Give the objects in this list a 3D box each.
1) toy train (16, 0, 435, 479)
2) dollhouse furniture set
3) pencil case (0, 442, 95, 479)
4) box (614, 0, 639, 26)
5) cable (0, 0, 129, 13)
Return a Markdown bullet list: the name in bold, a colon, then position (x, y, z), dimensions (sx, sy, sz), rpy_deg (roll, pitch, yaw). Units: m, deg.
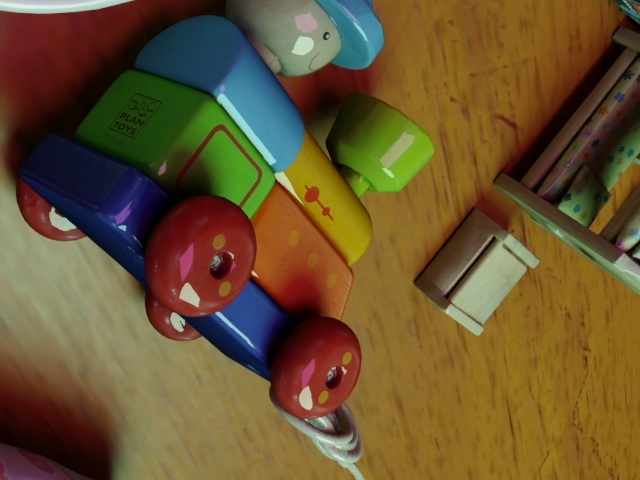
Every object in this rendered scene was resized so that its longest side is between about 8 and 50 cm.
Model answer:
- **toy train**: position (0.000, 0.000, 0.448), dimensions (0.143, 0.105, 0.248), rpy_deg (-54, 138, -13)
- **dollhouse furniture set**: position (0.179, 0.009, 0.582), dimensions (0.182, 0.101, 0.161), rpy_deg (-52, 137, 4)
- **pencil case**: position (-0.161, 0.128, 0.385), dimensions (0.124, 0.124, 0.284), rpy_deg (-51, 136, 3)
- **box**: position (0.264, -0.194, 0.548), dimensions (0.159, 0.044, 0.233), rpy_deg (23, 104, -45)
- **cable**: position (-0.080, -0.190, 0.249), dimensions (0.257, 0.089, 0.257), rpy_deg (4, 118, -41)
